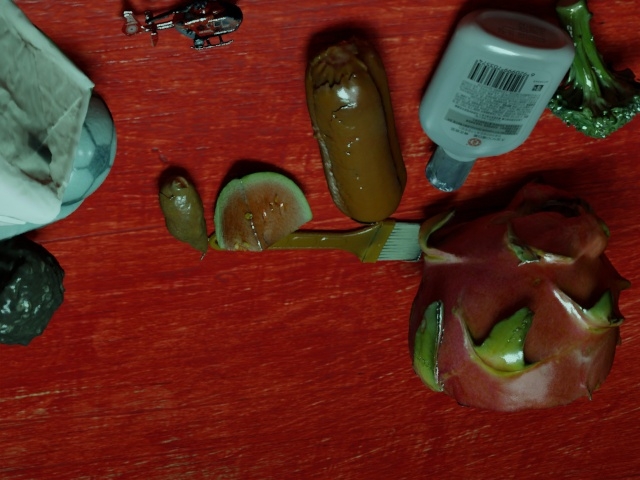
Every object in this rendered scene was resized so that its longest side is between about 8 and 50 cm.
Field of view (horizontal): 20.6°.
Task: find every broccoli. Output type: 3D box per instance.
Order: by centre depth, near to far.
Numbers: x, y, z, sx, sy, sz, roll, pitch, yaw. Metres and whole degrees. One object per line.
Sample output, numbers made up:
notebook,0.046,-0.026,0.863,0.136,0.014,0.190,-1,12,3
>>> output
broccoli,0.310,-0.208,2.063,0.118,0.122,0.204,-30,133,-3

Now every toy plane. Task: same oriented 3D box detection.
toy plane,-0.140,-0.235,1.876,0.145,0.037,0.060,-11,144,-8

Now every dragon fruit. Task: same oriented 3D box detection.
dragon fruit,0.255,0.058,2.291,0.305,0.305,0.225,-9,123,-10

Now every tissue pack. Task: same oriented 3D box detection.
tissue pack,-0.433,-0.134,1.680,0.356,0.194,0.266,-1,155,24

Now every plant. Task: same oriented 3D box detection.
plant,-0.425,0.024,2.058,0.274,0.146,0.149,34,81,-48

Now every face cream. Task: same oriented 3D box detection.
face cream,0.192,-0.158,2.084,0.144,0.071,0.291,11,145,-7

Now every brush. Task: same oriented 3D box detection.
brush,0.000,0.000,2.320,0.314,0.017,0.090,0,142,-22

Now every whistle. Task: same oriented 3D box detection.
whistle,-0.313,-0.098,1.871,0.163,0.163,0.290,-39,174,33

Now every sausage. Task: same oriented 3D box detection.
sausage,0.043,-0.118,2.081,0.102,0.102,0.330,-15,149,1

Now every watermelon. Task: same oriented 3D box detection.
watermelon,-0.083,-0.029,2.168,0.125,0.094,0.135,-12,145,11

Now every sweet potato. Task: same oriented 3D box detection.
sweet potato,-0.165,-0.024,2.181,0.056,0.056,0.195,-15,153,0
